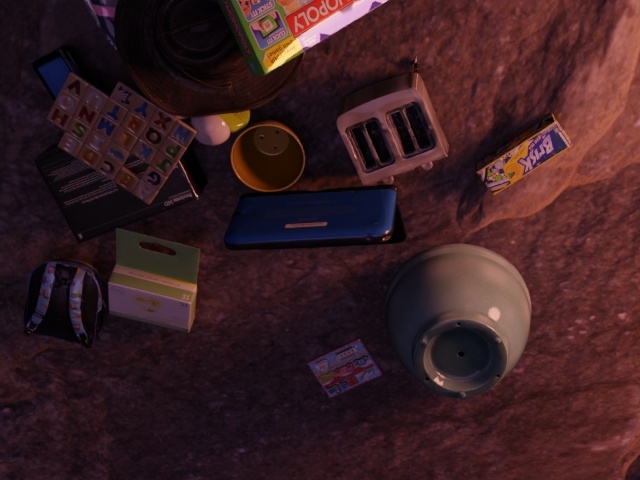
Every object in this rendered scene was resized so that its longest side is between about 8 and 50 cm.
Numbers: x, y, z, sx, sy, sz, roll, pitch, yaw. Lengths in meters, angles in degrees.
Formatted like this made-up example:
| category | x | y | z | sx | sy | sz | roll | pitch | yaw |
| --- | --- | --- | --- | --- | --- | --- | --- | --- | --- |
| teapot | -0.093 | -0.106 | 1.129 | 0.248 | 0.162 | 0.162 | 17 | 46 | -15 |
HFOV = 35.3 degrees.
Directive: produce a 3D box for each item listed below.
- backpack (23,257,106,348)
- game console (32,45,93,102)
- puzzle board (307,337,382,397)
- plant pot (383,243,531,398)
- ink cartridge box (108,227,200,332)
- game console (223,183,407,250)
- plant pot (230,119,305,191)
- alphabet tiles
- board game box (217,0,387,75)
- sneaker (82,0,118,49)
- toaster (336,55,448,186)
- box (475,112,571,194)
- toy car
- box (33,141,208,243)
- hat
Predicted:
| category | x | y | z | sx | sy | sz | roll | pitch | yaw |
| --- | --- | --- | --- | --- | --- | --- | --- | --- | --- |
| backpack | -0.505 | 0.108 | 2.008 | 0.158 | 0.117 | 0.173 | 12 | 116 | 0 |
| game console | -0.466 | -0.289 | 1.849 | 0.071 | 0.107 | 0.122 | -34 | 110 | -11 |
| puzzle board | 0.050 | 0.267 | 2.088 | 0.128 | 0.011 | 0.096 | -27 | 110 | 16 |
| plant pot | 0.266 | 0.179 | 1.925 | 0.293 | 0.196 | 0.293 | 2 | 115 | 4 |
| ink cartridge box | -0.326 | 0.083 | 1.962 | 0.171 | 0.056 | 0.235 | 14 | 145 | 0 |
| game console | 0.000 | 0.000 | 1.820 | 0.293 | 0.250 | 0.173 | -4 | 120 | 11 |
| plant pot | -0.093 | -0.169 | 1.849 | 0.134 | 0.095 | 0.134 | 1 | 119 | 2 |
| alphabet tiles | -0.362 | -0.191 | 1.781 | 0.237 | 0.009 | 0.198 | 33 | 128 | -9 |
| board game box | -0.026 | -0.436 | 1.641 | 0.317 | 0.046 | 0.213 | -36 | 113 | -25 |
| sneaker | -0.341 | -0.441 | 1.742 | 0.131 | 0.112 | 0.319 | -25 | 111 | 19 |
| toaster | 0.128 | -0.205 | 1.807 | 0.168 | 0.110 | 0.185 | -20 | 111 | 13 |
| box | 0.369 | -0.157 | 1.836 | 0.169 | 0.054 | 0.059 | -33 | 107 | 19 |
| toy car | -0.217 | -0.249 | 1.816 | 0.182 | 0.159 | 0.136 | 32 | 149 | -9 |
| box | -0.373 | -0.129 | 1.895 | 0.261 | 0.103 | 0.184 | -19 | 108 | 13 |
| hat | -0.177 | -0.364 | 1.674 | 0.331 | 0.134 | 0.331 | 0 | 88 | -9 |
